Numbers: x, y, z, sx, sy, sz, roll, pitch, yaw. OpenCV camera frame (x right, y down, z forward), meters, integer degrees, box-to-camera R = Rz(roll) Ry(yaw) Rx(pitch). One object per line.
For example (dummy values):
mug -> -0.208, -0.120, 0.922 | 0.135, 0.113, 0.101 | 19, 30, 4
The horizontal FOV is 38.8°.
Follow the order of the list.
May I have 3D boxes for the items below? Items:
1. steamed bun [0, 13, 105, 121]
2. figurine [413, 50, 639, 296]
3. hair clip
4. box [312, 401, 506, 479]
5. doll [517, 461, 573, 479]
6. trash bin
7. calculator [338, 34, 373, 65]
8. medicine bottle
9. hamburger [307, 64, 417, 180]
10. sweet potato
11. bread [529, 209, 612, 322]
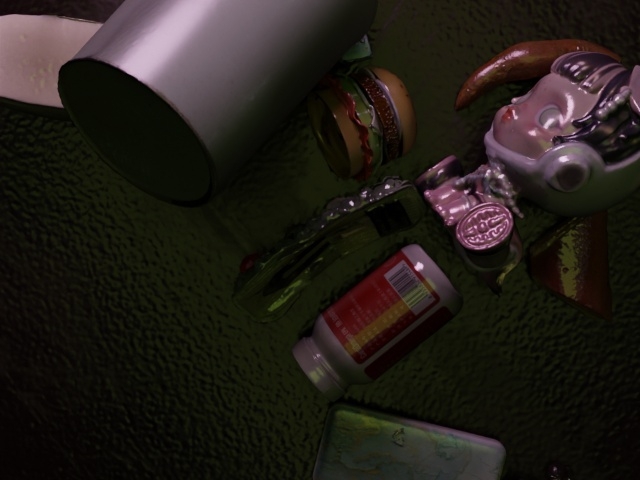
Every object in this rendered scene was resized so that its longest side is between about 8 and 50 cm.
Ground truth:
steamed bun -> -0.358, -0.249, 1.343 | 0.242, 0.164, 0.146 | 7, 92, 2
figurine -> 0.320, -0.111, 1.315 | 0.361, 0.253, 0.211 | -43, 131, 9
hair clip -> 0.000, -0.002, 1.378 | 0.321, 0.138, 0.091 | -33, 54, 3
box -> 0.138, 0.351, 1.428 | 0.285, 0.044, 0.142 | 13, 98, 1
doll -> 0.338, 0.423, 1.417 | 0.139, 0.057, 0.165 | 19, 83, -7
trash bin -> -0.118, -0.278, 1.217 | 0.280, 0.280, 0.432 | 36, 62, -1
calculator -> 0.032, -0.357, 1.400 | 0.057, 0.018, 0.172 | -15, 92, 1
medicine bottle -> 0.085, 0.125, 1.371 | 0.250, 0.131, 0.131 | -39, 92, 4
hamburger -> 0.069, -0.178, 1.341 | 0.137, 0.175, 0.175 | -23, 93, -10
sweet potato -> 0.322, -0.265, 1.379 | 0.255, 0.058, 0.078 | -14, 113, 6
bread -> 0.383, 0.036, 1.388 | 0.119, 0.067, 0.192 | -6, 93, 2
